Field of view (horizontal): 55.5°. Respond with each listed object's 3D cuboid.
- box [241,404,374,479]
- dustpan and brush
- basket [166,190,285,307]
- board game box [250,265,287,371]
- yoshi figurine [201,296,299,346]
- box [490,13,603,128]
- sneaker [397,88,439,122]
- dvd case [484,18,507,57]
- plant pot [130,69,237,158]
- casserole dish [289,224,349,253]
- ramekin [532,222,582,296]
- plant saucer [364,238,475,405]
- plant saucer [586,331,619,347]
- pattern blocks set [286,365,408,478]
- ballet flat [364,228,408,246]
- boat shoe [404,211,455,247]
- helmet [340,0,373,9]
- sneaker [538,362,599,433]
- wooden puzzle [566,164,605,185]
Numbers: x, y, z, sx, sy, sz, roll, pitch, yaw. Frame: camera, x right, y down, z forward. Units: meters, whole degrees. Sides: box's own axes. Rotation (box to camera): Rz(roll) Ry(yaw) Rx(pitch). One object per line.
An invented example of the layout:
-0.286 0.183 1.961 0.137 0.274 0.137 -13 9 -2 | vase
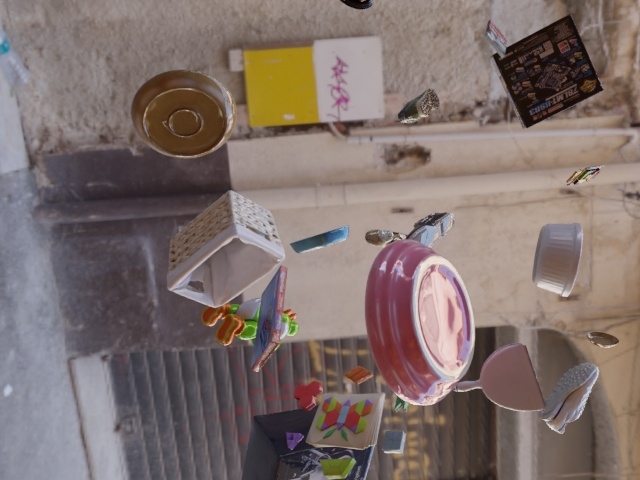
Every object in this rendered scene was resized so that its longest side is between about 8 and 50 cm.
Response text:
-0.045 0.664 1.733 0.179 0.312 0.343 40 -55 53 | box
0.379 0.313 1.344 0.060 0.211 0.147 -4 75 -58 | dustpan and brush
-0.156 0.014 0.975 0.113 0.167 0.103 30 34 -42 | basket
-0.143 0.216 1.725 0.145 0.027 0.281 -56 -160 38 | board game box
-0.230 0.309 2.060 0.362 0.203 0.204 16 68 -48 | yoshi figurine
0.800 -0.593 2.159 0.293 0.295 0.073 62 11 -7 | box
0.268 -0.370 1.686 0.064 0.086 0.192 66 30 -14 | sneaker
0.527 -0.607 1.827 0.087 0.013 0.119 43 40 -18 | dvd case
-0.304 -0.272 1.370 0.236 0.236 0.032 86 -9 -47 | plant pot
0.000 0.000 1.582 0.188 0.114 0.037 -18 -90 54 | casserole dish
0.850 0.061 2.202 0.273 0.127 0.273 10 90 -76 | ramekin
0.215 0.156 1.211 0.332 0.084 0.332 19 65 -47 | plant saucer
0.777 0.275 1.677 0.083 0.083 0.015 -97 -172 -73 | plant saucer
0.059 0.423 1.446 0.026 0.324 0.285 54 29 -34 | pattern blocks set
0.249 -0.012 2.188 0.067 0.206 0.073 -32 -117 41 | ballet flat
0.295 -0.026 1.714 0.065 0.206 0.075 20 -52 43 | boat shoe
0.125 -0.801 1.834 0.169 0.169 0.162 87 23 -63 | helmet
0.777 0.481 1.872 0.095 0.235 0.090 41 1 -8 | sneaker
0.622 -0.151 1.428 0.014 0.116 0.078 64 -28 21 | wooden puzzle
